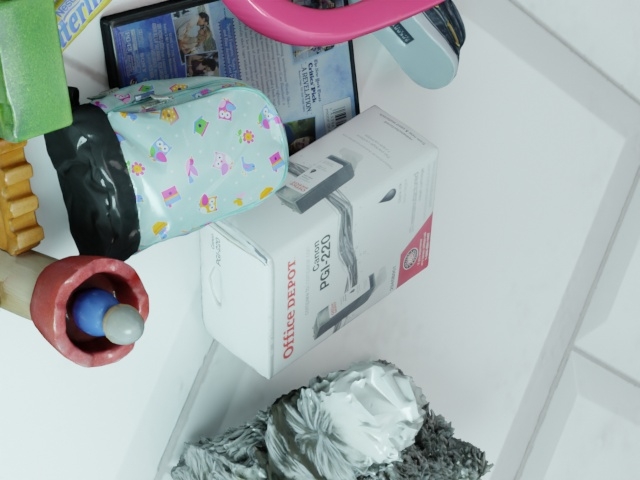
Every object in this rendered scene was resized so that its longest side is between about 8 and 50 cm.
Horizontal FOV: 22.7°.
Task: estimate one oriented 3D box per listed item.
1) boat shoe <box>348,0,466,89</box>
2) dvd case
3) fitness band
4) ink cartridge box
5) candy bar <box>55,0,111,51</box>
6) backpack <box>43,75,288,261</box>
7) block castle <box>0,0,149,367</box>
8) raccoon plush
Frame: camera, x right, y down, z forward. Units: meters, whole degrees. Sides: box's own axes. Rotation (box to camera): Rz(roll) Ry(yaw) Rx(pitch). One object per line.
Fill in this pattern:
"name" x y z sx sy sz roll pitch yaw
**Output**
"boat shoe" 0.070 -0.231 1.505 0.183 0.065 0.083 52 32 -20
"dvd case" -0.072 -0.137 1.411 0.253 0.022 0.180 -21 114 -33
"fitness band" 0.023 -0.286 1.399 0.291 0.054 0.209 -25 99 -28
"ink cartridge box" 0.000 0.000 1.445 0.218 0.092 0.158 -32 143 -30
"candy bar" -0.194 -0.190 1.297 0.161 0.018 0.040 -51 129 -21
"backpack" -0.119 -0.064 1.303 0.182 0.115 0.152 -21 112 -29
"block castle" -0.291 -0.096 1.101 0.303 0.213 0.453 -21 115 -37
"raccoon plush" 0.076 0.187 1.407 0.299 0.446 0.216 -30 88 -34
